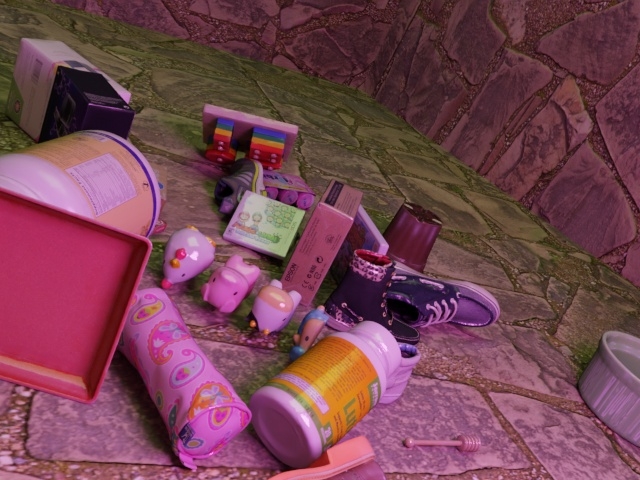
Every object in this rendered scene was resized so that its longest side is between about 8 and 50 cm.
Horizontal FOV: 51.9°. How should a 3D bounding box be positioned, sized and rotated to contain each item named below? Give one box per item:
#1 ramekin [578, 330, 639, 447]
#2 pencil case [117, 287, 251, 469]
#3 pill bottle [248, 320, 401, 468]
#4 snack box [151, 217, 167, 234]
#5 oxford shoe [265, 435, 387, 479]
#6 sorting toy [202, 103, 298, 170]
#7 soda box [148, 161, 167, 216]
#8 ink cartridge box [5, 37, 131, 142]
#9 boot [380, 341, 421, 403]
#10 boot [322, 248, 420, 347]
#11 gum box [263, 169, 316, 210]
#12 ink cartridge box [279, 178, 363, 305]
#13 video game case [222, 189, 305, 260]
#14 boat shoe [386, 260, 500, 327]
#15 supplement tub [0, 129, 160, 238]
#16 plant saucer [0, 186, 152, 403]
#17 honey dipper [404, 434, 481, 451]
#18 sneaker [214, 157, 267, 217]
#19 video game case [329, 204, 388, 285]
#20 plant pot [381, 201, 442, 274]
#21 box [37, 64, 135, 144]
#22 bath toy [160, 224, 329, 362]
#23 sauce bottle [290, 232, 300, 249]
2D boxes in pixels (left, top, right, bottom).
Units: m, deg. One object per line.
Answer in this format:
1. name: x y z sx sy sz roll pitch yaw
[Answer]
1. ramekin: 0.784 0.372 1.600 0.303 0.148 0.303 22 23 -10
2. pencil case: -0.219 0.196 0.983 0.124 0.124 0.284 2 33 -43
3. pill bottle: 0.018 0.229 1.036 0.136 0.136 0.245 36 45 23
4. snack box: -0.404 -0.027 1.381 0.064 0.022 0.178 32 24 17
5. oxford shoe: -0.031 0.363 0.815 0.363 0.130 0.133 -12 59 -44
6. sorting toy: -0.210 -0.268 1.859 0.257 0.089 0.255 12 -12 -7
7. soda box: -0.397 -0.120 1.543 0.061 0.058 0.181 17 25 -20
8. ink cartridge box: -0.580 -0.306 1.556 0.353 0.207 0.119 38 27 23
9. boot: 0.064 0.227 1.194 0.258 0.123 0.095 8 29 -37
10. boot: 0.134 0.130 1.401 0.236 0.179 0.085 20 24 -12
11. gum box: -0.113 -0.145 1.880 0.188 0.062 0.107 6 29 -39
12. ink cartridge box: 0.000 0.000 1.469 0.088 0.235 0.193 26 22 -2
13. video game case: -0.132 -0.038 1.567 0.157 0.019 0.143 20 59 5
14. boat shoe: 0.271 0.164 1.573 0.340 0.127 0.158 16 30 -2
15. supplement tub: -0.440 -0.041 1.095 0.241 0.241 0.331 27 23 3
16. plant saucer: -0.394 0.069 0.906 0.259 0.259 0.048 20 9 -13
17. honey dipper: 0.219 0.364 1.187 0.160 0.030 0.030 11 27 -26
18. sneaker: -0.216 -0.143 1.722 0.121 0.111 0.300 13 24 -20
19. video game case: 0.082 0.037 1.528 0.023 0.193 0.212 7 29 -22
20. plant pot: 0.248 -0.006 1.830 0.167 0.165 0.167 23 23 -10
21. box: -0.490 -0.191 1.335 0.103 0.261 0.184 4 31 -42
22. bath toy: -0.159 0.100 1.250 0.348 0.151 0.129 31 66 8
23. sauce bottle: -0.085 0.006 1.620 0.042 0.042 0.128 29 21 7
